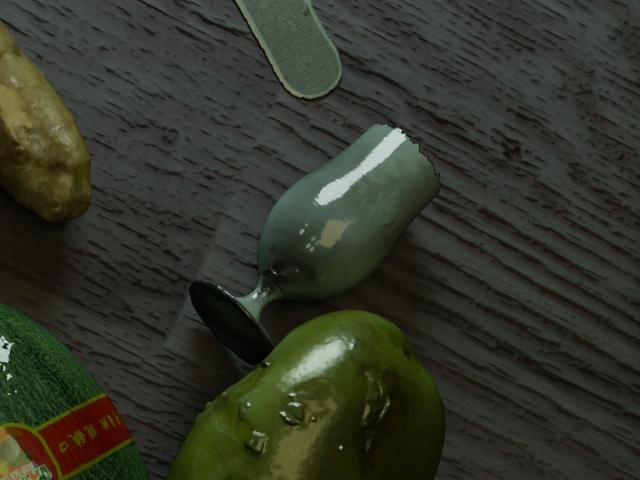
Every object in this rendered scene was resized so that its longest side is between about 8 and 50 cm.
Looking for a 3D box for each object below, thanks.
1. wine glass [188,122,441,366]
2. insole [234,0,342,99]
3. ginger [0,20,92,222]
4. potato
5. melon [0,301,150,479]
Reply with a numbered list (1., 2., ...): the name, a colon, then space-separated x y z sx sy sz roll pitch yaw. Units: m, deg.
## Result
1. wine glass: 0.000 0.000 1.446 0.093 0.093 0.202 46 68 -2
2. insole: -0.048 -0.219 1.538 0.080 0.003 0.232 -21 83 -22
3. ginger: -0.307 -0.207 1.333 0.363 0.122 0.348 16 53 -49
4. potato: -0.011 0.167 1.350 0.148 0.186 0.253 23 82 30
5. melon: -0.209 0.171 1.282 0.182 0.182 0.288 -34 91 -23
